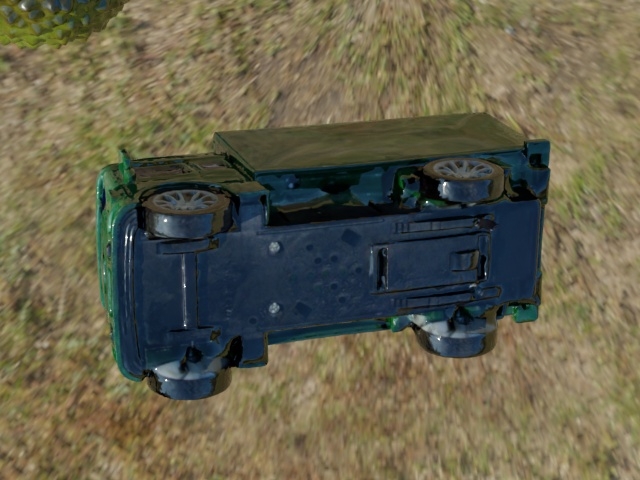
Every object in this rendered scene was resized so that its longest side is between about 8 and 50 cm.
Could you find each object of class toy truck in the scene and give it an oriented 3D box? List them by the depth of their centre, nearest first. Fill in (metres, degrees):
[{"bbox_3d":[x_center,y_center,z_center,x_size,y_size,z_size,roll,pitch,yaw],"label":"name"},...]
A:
[{"bbox_3d":[0.000,0.000,0.480,0.147,0.079,0.065,-7,111,-20],"label":"toy truck"}]

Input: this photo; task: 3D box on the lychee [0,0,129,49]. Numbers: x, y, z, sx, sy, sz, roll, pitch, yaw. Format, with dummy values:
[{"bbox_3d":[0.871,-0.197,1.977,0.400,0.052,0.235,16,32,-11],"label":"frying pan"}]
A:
[{"bbox_3d":[-0.289,-0.322,1.511,0.320,0.270,0.270,23,103,29],"label":"lychee"}]
